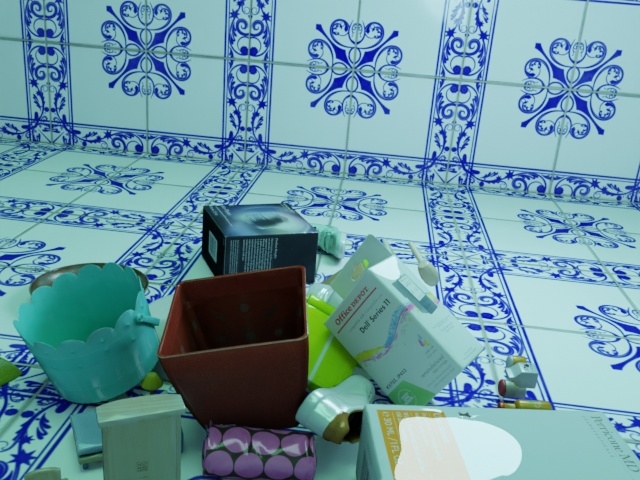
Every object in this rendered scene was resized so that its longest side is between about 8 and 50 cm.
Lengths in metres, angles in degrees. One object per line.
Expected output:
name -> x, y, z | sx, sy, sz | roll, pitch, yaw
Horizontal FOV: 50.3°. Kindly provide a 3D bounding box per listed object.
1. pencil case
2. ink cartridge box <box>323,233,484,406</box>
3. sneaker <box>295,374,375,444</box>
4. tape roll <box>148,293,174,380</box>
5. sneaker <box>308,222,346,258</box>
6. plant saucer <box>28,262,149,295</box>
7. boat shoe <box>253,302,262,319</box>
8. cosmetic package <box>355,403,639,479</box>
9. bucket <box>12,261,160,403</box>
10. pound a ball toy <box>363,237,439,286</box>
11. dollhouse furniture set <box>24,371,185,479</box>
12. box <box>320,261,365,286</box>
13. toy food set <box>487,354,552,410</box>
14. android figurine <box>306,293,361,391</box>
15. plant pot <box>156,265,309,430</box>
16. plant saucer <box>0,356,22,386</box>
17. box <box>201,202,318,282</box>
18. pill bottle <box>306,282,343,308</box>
pencil case -> -0.110, 0.384, 1.240 | 0.209, 0.095, 0.098 | 7, 40, -3
ink cartridge box -> 0.150, 0.181, 1.482 | 0.353, 0.207, 0.119 | 47, 37, 16
sneaker -> 0.061, 0.347, 1.345 | 0.123, 0.106, 0.290 | 33, 12, 23
tape roll -> -0.258, 0.228, 1.671 | 0.391, 0.072, 0.392 | 4, 20, -1
sneaker -> 0.000, 0.000, 2.304 | 0.150, 0.094, 0.256 | 6, 10, -12
plant saucer -> -0.626, 0.139, 1.860 | 0.310, 0.050, 0.311 | 5, 20, -2
boat shoe -> -0.218, 0.142, 1.563 | 0.302, 0.109, 0.094 | -5, 4, 42
cosmetic package -> 0.301, 0.413, 1.163 | 0.452, 0.162, 0.230 | 3, 20, -6
bucket -> -0.481, 0.195, 1.451 | 0.280, 0.183, 0.281 | -9, 33, 6
pound a ball toy -> 0.223, 0.105, 1.968 | 0.208, 0.136, 0.319 | -31, 20, 6
dollhouse furniture set -> -0.387, 0.318, 1.213 | 0.286, 0.198, 0.303 | -4, 21, -23
box -> 0.063, 0.134, 1.927 | 0.164, 0.021, 0.201 | -35, 19, 9
toy food set -> 0.410, 0.332, 1.473 | 0.104, 0.111, 0.232 | 5, 23, -1
android figurine -> -0.028, 0.239, 1.543 | 0.272, 0.056, 0.248 | 29, 55, -2
plant pot -> -0.144, 0.228, 1.339 | 0.267, 0.236, 0.267 | -7, 27, 1
plant saucer -> -0.774, 0.279, 1.450 | 0.188, 0.045, 0.188 | 13, 21, 22
box -> -0.196, 0.007, 2.126 | 0.293, 0.183, 0.296 | -3, 22, -23
pill bottle -> 0.111, 0.198, 1.690 | 0.301, 0.169, 0.169 | 13, 22, 21
